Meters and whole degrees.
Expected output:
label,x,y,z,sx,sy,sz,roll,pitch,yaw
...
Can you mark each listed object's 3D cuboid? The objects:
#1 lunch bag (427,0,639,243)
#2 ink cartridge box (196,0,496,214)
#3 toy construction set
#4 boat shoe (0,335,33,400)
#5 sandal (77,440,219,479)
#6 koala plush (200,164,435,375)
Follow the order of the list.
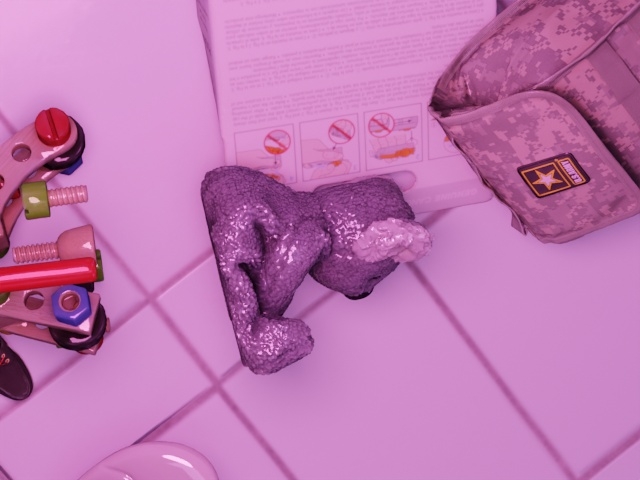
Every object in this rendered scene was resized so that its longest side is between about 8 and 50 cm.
label,x,y,z,sx,sy,sz,roll,pitch,yaw
lunch bag,0.278,-0.146,2.010,0.287,0.169,0.235,-43,129,3
ink cartridge box,0.030,-0.202,2.031,0.308,0.091,0.385,-10,122,-11
toy construction set,-0.338,0.009,1.879,0.237,0.309,0.258,-7,96,-6
boat shoe,-0.352,0.122,2.024,0.049,0.042,0.133,-38,109,-4
sandal,-0.241,0.377,2.085,0.169,0.102,0.416,29,108,-3
koala plush,0.000,0.000,1.980,0.221,0.196,0.203,-14,111,-4
